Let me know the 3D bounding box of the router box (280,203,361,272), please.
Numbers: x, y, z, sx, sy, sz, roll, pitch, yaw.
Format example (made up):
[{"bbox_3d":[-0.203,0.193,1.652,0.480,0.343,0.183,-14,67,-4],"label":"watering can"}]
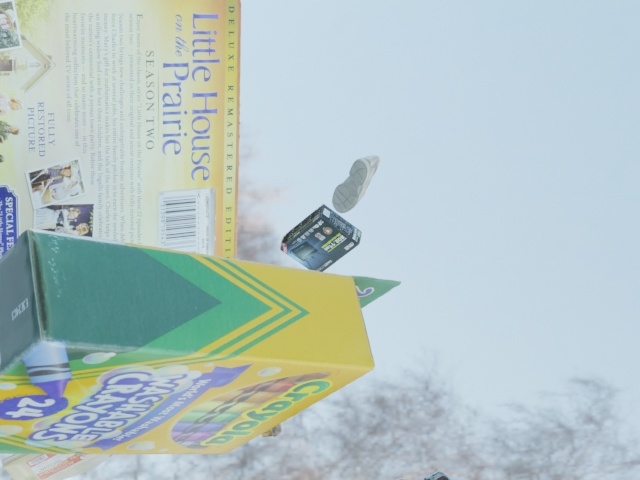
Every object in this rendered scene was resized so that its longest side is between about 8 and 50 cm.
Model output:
[{"bbox_3d":[0.000,0.000,2.007,0.122,0.092,0.038,-38,-152,37],"label":"router box"}]

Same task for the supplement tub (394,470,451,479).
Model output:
[{"bbox_3d":[0.076,0.348,1.305,0.106,0.198,0.106,55,-17,25],"label":"supplement tub"}]

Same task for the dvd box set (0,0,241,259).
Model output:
[{"bbox_3d":[-0.275,-0.089,1.079,0.062,0.420,0.308,23,-64,55],"label":"dvd box set"}]

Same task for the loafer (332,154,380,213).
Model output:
[{"bbox_3d":[0.058,-0.087,1.739,0.045,0.039,0.125,50,-38,15],"label":"loafer"}]

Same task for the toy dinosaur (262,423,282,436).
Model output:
[{"bbox_3d":[-0.106,0.131,1.270,0.211,0.112,0.064,43,-41,0],"label":"toy dinosaur"}]

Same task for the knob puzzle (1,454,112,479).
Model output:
[{"bbox_3d":[-0.335,0.280,1.523,0.213,0.213,0.030,-50,-118,41],"label":"knob puzzle"}]

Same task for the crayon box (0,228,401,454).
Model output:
[{"bbox_3d":[-0.109,0.090,0.829,0.203,0.323,0.083,-36,-123,40],"label":"crayon box"}]
